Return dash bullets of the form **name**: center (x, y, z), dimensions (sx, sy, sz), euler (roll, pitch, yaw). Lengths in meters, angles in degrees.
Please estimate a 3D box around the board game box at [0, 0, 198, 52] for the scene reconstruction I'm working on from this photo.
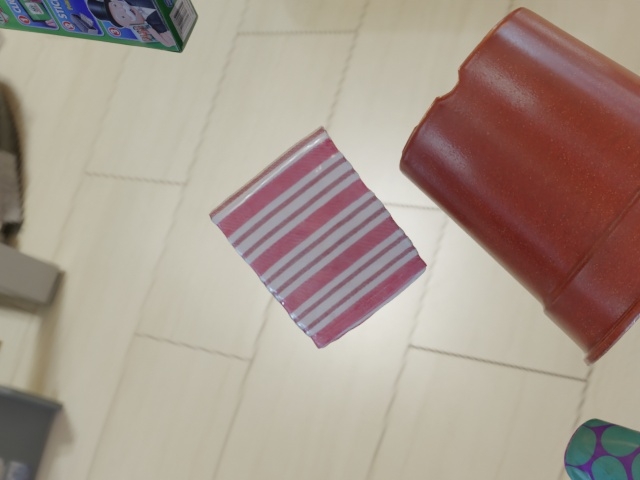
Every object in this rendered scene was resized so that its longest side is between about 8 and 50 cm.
- **board game box**: center (-0.248, -0.282, 1.003), dimensions (0.213, 0.317, 0.046), euler (12, 63, 21)

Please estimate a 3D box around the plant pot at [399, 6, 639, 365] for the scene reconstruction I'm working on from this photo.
- **plant pot**: center (0.236, -0.067, 1.185), dimensions (0.265, 0.272, 0.272), euler (38, 97, 9)

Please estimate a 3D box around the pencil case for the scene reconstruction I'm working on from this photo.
- **pencil case**: center (0.290, 0.205, 1.064), dimensions (0.151, 0.064, 0.070), euler (12, 82, 45)

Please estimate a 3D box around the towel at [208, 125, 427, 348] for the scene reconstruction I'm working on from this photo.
- **towel**: center (0.000, 0.000, 1.225), dimensions (0.144, 0.197, 0.029), euler (-38, 22, 2)
